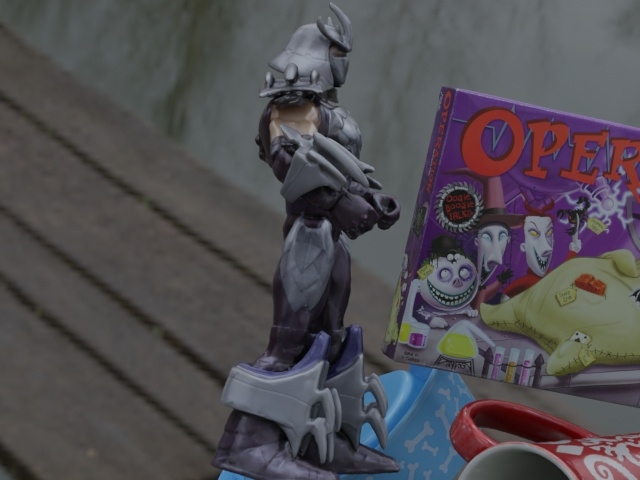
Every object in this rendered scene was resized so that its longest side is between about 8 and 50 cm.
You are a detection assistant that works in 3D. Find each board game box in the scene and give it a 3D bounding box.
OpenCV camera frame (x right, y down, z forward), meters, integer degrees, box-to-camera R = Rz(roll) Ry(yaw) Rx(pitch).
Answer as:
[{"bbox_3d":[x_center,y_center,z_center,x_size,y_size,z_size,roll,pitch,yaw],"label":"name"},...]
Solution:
[{"bbox_3d":[0.235,0.020,1.446,0.347,0.208,0.056,11,2,-12],"label":"board game box"}]

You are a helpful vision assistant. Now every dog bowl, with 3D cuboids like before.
[{"bbox_3d":[0.023,0.175,1.589,0.074,0.297,0.166,44,58,-14],"label":"dog bowl"}]

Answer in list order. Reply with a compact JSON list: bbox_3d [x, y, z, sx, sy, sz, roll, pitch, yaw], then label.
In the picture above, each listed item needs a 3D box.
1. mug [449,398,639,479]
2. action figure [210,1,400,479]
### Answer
[{"bbox_3d":[0.172,0.158,1.226,0.169,0.113,0.150,-3,71,-47],"label":"mug"},{"bbox_3d":[0.000,0.000,1.158,0.099,0.285,0.185,3,2,15],"label":"action figure"}]
